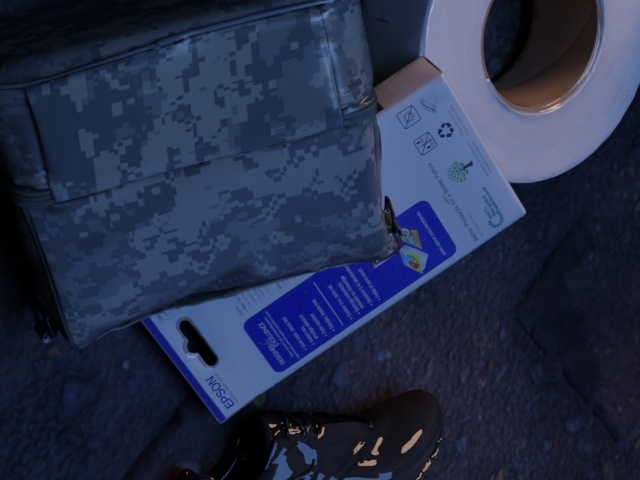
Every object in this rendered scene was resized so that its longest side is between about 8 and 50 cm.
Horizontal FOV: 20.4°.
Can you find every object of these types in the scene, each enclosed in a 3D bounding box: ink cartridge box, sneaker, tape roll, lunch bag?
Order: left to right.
[{"bbox_3d":[-0.102,-0.065,1.377,0.305,0.212,0.256,-16,112,-7],"label":"lunch bag"},{"bbox_3d":[-0.004,0.198,1.598,0.286,0.109,0.130,-31,108,-32],"label":"sneaker"},{"bbox_3d":[0.000,0.000,1.549,0.333,0.065,0.165,-34,118,-2],"label":"ink cartridge box"},{"bbox_3d":[0.176,-0.200,1.656,0.286,0.100,0.286,-13,112,-33],"label":"tape roll"}]
